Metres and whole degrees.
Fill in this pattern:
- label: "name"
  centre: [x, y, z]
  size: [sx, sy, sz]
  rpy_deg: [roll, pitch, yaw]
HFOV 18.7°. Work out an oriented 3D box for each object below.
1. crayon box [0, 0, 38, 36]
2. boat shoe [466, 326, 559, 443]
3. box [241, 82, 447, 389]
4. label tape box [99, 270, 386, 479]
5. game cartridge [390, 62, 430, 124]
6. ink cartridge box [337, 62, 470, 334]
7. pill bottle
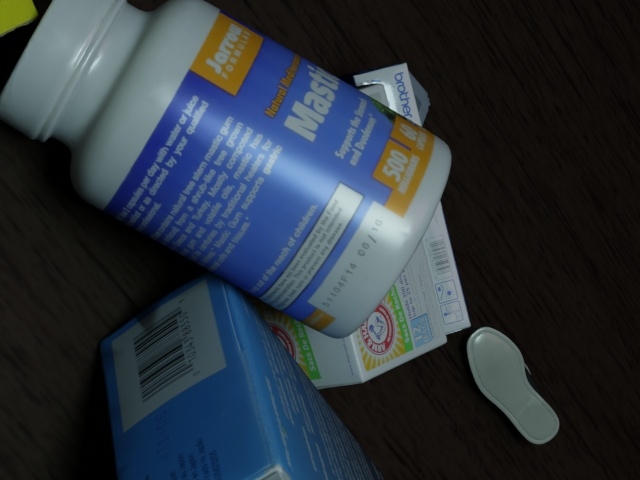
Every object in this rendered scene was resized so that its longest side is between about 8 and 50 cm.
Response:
- label: "crayon box"
  centre: [-0.320, -0.155, 1.090]
  size: [0.318, 0.081, 0.202]
  rpy_deg: [-35, 110, -47]
- label: "boat shoe"
  centre: [0.157, 0.118, 1.635]
  size: [0.046, 0.038, 0.125]
  rpy_deg: [-40, 114, 0]
- label: "box"
  centre: [0.000, 0.000, 1.420]
  size: [0.114, 0.103, 0.203]
  rpy_deg: [-22, 99, -50]
- label: "label tape box"
  centre: [0.001, 0.218, 1.276]
  size: [0.347, 0.115, 0.249]
  rpy_deg: [56, 6, -28]
- label: "game cartridge"
  centre: [0.060, -0.101, 1.581]
  size: [0.056, 0.017, 0.083]
  rpy_deg: [50, 48, -36]
- label: "ink cartridge box"
  centre: [0.060, -0.031, 1.500]
  size: [0.046, 0.097, 0.207]
  rpy_deg: [-15, 96, -11]
- label: "pill bottle"
  centre: [-0.066, -0.063, 1.255]
  size: [0.272, 0.152, 0.152]
  rpy_deg: [30, 56, -9]
